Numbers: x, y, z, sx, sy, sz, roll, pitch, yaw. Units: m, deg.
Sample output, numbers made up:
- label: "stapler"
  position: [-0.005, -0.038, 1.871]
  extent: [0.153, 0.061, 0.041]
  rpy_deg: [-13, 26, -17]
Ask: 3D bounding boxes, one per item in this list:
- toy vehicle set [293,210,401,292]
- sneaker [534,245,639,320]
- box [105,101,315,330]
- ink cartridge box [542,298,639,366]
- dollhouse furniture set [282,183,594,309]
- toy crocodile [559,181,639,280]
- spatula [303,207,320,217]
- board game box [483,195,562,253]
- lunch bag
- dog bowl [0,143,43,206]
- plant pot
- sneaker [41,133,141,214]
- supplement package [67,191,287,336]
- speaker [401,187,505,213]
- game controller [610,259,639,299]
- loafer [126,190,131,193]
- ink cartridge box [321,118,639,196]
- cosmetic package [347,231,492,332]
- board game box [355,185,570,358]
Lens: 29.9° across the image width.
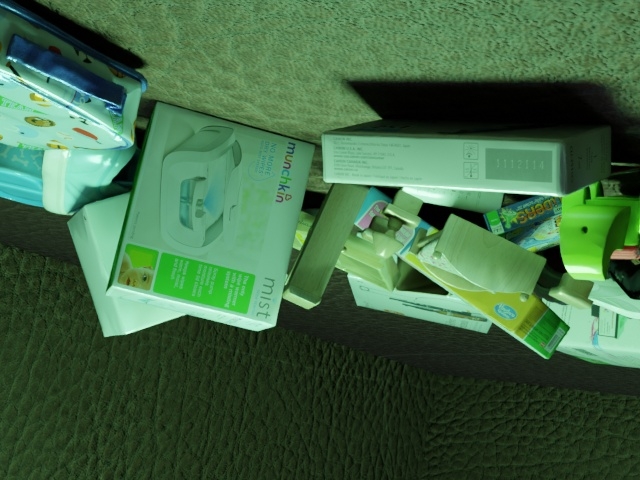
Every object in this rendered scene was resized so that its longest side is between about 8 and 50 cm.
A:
- label: "toy vehicle set"
  position: [0.000, 0.000, 1.985]
  extent: [0.266, 0.035, 0.166]
  rpy_deg: [25, 171, 14]
- label: "sneaker"
  position: [0.455, 0.055, 1.853]
  extent: [0.271, 0.100, 0.108]
  rpy_deg: [5, 151, 18]
- label: "box"
  position: [-0.153, -0.027, 1.655]
  extent: [0.231, 0.262, 0.127]
  rpy_deg: [15, 169, -11]
- label: "ink cartridge box"
  position: [0.582, 0.170, 2.255]
  extent: [0.201, 0.117, 0.278]
  rpy_deg: [21, 167, -40]
- label: "dollhouse furniture set"
  position: [0.142, 0.071, 1.636]
  extent: [0.355, 0.174, 0.303]
  rpy_deg: [25, 173, -3]
- label: "toy crocodile"
  position: [0.352, -0.019, 1.407]
  extent: [0.115, 0.105, 0.340]
  rpy_deg: [2, -176, 20]
- label: "spatula"
  position: [-0.046, -0.038, 2.165]
  extent: [0.168, 0.019, 0.242]
  rpy_deg: [4, 169, 14]
- label: "board game box"
  position: [0.294, -0.020, 1.633]
  extent: [0.136, 0.035, 0.201]
  rpy_deg: [-20, 165, 6]
- label: "lunch bag"
  position: [-0.358, -0.196, 1.410]
  extent: [0.243, 0.115, 0.303]
  rpy_deg: [0, 164, 41]
- label: "dog bowl"
  position: [-0.523, -0.125, 2.090]
  extent: [0.165, 0.074, 0.297]
  rpy_deg: [13, 169, -3]
- label: "plant pot"
  position: [0.202, 0.038, 2.059]
  extent: [0.109, 0.109, 0.096]
  rpy_deg: [5, -179, 35]
- label: "sneaker"
  position: [-0.339, -0.101, 1.831]
  extent: [0.150, 0.135, 0.366]
  rpy_deg: [17, 170, -6]
- label: "supplement package"
  position: [-0.224, 0.014, 1.844]
  extent: [0.262, 0.199, 0.198]
  rpy_deg: [-18, 180, -20]
- label: "speaker"
  position: [0.179, -0.071, 1.603]
  extent: [0.136, 0.055, 0.055]
  rpy_deg: [11, 170, 6]
- label: "game controller"
  position: [0.450, 0.027, 1.486]
  extent: [0.166, 0.067, 0.319]
  rpy_deg: [-24, 180, 10]
- label: "loafer"
  position: [-0.270, -0.102, 1.944]
  extent: [0.062, 0.061, 0.170]
  rpy_deg: [19, 167, -27]
- label: "ink cartridge box"
  position: [0.193, -0.105, 1.382]
  extent: [0.296, 0.066, 0.261]
  rpy_deg: [6, -167, 33]
- label: "cosmetic package"
  position: [0.207, 0.089, 2.334]
  extent: [0.284, 0.098, 0.377]
  rpy_deg: [14, 170, 8]
- label: "board game box"
  position: [0.217, 0.053, 1.846]
  extent: [0.316, 0.064, 0.242]
  rpy_deg: [36, -179, 26]
